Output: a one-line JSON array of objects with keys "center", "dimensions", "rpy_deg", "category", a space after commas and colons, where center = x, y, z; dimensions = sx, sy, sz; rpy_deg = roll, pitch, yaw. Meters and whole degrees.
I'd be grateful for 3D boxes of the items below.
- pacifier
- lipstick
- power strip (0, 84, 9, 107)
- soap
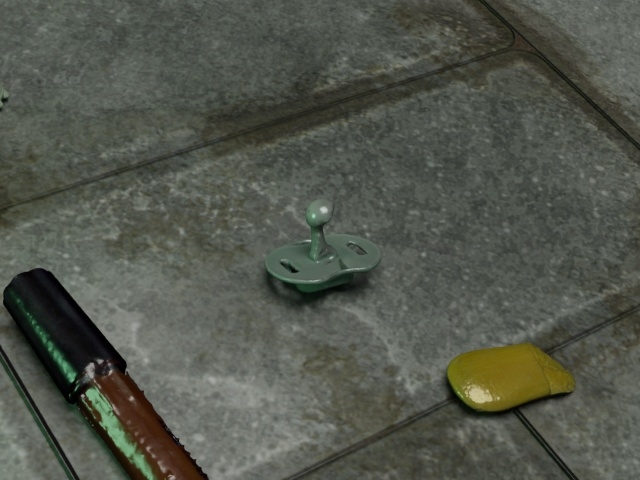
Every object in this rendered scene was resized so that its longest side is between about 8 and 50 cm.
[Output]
[{"center": [0.000, 0.000, 1.494], "dimensions": [0.150, 0.116, 0.127], "rpy_deg": [-12, 26, -19], "category": "pacifier"}, {"center": [-0.211, 0.191, 1.286], "dimensions": [0.077, 0.077, 0.418], "rpy_deg": [-26, 60, -32], "category": "lipstick"}, {"center": [-0.466, -0.201, 1.623], "dimensions": [0.083, 0.035, 0.055], "rpy_deg": [24, 45, -9], "category": "power strip"}, {"center": [0.233, 0.161, 1.454], "dimensions": [0.168, 0.033, 0.089], "rpy_deg": [-12, 54, -25], "category": "soap"}]
